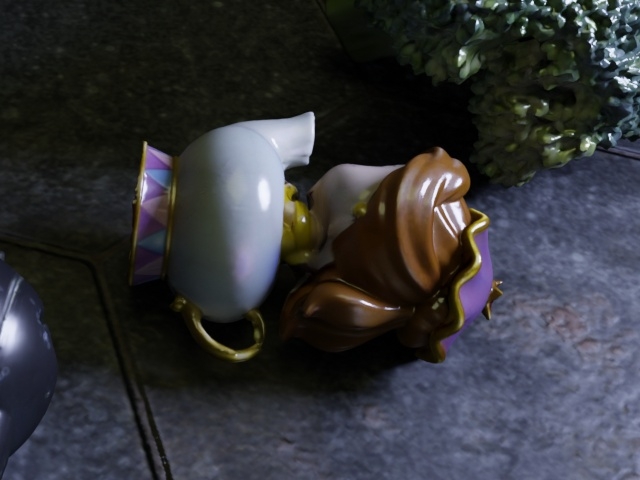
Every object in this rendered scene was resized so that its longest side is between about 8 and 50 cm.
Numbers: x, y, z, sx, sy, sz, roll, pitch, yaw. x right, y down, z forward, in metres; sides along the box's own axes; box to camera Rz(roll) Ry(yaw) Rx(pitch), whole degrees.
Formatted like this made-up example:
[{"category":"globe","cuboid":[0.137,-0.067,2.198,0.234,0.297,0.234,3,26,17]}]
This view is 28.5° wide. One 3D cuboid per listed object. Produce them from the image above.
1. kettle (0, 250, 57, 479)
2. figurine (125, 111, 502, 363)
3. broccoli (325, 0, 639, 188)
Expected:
[{"category":"kettle","cuboid":[-0.295,0.074,0.683,0.290,0.207,0.268,16,40,-9]},{"category":"figurine","cuboid":[0.000,0.000,0.878,0.263,0.142,0.190,8,74,-8]},{"category":"broccoli","cuboid":[0.150,-0.173,1.021,0.375,0.302,0.249,-1,63,-52]}]
